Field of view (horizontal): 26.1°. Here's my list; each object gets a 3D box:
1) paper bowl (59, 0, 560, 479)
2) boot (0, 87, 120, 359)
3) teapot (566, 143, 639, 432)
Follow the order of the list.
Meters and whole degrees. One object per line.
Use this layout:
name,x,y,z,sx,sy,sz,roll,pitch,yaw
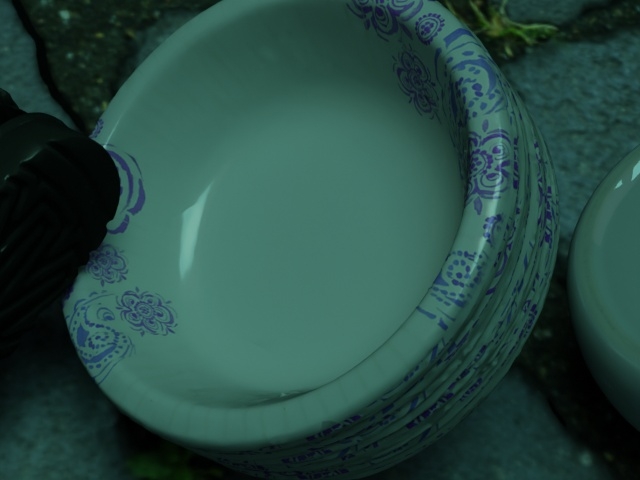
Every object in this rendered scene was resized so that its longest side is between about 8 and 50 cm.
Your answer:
paper bowl,0.000,0.000,0.806,0.284,0.148,0.284,-11,64,24
boot,-0.307,0.015,0.772,0.260,0.131,0.348,30,64,27
teapot,0.281,0.046,0.859,0.252,0.187,0.256,26,70,39
